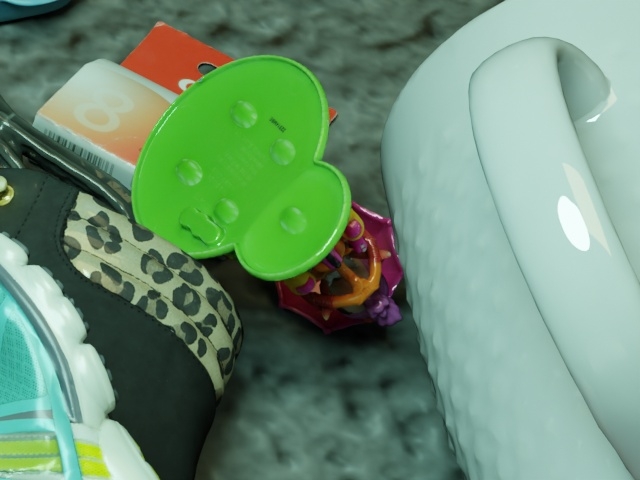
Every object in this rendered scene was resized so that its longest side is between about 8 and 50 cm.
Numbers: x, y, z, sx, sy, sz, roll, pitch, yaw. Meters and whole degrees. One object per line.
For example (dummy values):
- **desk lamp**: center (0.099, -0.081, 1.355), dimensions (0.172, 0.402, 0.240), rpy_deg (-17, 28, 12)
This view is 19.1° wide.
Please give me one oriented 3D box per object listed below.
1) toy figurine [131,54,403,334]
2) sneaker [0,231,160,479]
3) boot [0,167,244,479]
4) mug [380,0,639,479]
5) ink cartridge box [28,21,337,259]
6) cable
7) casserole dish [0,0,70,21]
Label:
- **toy figurine**: center (0.000, 0.000, 1.082), dimensions (0.159, 0.130, 0.173), rpy_deg (42, 0, -44)
- **sneaker**: center (-0.136, 0.098, 0.795), dimensions (0.110, 0.107, 0.275), rpy_deg (-19, 65, -30)
- **boot**: center (-0.220, 0.081, 0.924), dimensions (0.377, 0.138, 0.284), rpy_deg (21, 43, -4)
- **mug**: center (0.172, 0.042, 0.960), dimensions (0.276, 0.374, 0.328), rpy_deg (-23, 55, 17)
- **ink cartridge box**: center (-0.080, -0.080, 1.215), dimensions (0.145, 0.045, 0.179), rpy_deg (27, 45, 8)
- **cable**: center (-0.213, -0.068, 1.142), dimensions (0.287, 0.072, 0.139), rpy_deg (30, 62, 1)
- **casserole dish**: center (-0.235, -0.207, 1.296), dimensions (0.114, 0.037, 0.188), rpy_deg (-17, 54, -34)
